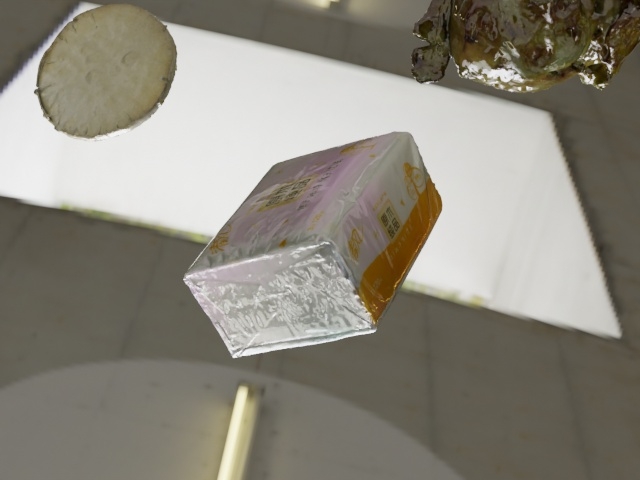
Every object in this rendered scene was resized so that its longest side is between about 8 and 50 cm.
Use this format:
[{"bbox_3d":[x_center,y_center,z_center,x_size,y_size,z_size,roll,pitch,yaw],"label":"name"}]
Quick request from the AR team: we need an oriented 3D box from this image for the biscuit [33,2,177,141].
[{"bbox_3d":[-0.208,-0.164,1.307,0.152,0.152,0.020,25,171,25],"label":"biscuit"}]

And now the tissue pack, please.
[{"bbox_3d":[0.000,0.000,1.394,0.185,0.124,0.225,-15,-156,33],"label":"tissue pack"}]

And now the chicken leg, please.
[{"bbox_3d":[0.239,-0.242,1.226,0.211,0.140,0.361,12,-145,33],"label":"chicken leg"}]
